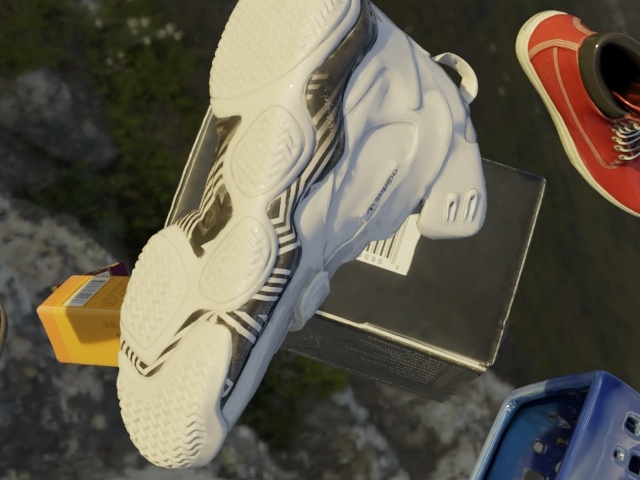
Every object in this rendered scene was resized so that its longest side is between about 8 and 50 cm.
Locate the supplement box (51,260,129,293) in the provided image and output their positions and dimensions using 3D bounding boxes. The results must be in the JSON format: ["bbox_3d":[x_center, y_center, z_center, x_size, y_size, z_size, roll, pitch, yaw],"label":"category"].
[{"bbox_3d":[-0.287,0.062,1.704,0.055,0.083,0.043,-37,109,-76],"label":"supplement box"}]

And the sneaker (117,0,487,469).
[{"bbox_3d":[0.000,0.000,0.970,0.210,0.137,0.366,20,86,-39],"label":"sneaker"}]

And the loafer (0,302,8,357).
[{"bbox_3d":[-0.598,0.210,1.936,0.366,0.134,0.130,-50,134,-16],"label":"loafer"}]

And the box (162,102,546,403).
[{"bbox_3d":[0.036,0.020,2.032,0.472,0.480,0.297,101,7,-76],"label":"box"}]

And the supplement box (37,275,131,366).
[{"bbox_3d":[-0.191,0.089,1.480,0.080,0.233,0.078,-48,131,-46],"label":"supplement box"}]

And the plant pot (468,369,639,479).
[{"bbox_3d":[0.297,0.300,1.485,0.212,0.236,0.236,30,70,-11],"label":"plant pot"}]

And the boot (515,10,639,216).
[{"bbox_3d":[0.290,-0.098,1.247,0.244,0.088,0.176,50,-3,-24],"label":"boot"}]
